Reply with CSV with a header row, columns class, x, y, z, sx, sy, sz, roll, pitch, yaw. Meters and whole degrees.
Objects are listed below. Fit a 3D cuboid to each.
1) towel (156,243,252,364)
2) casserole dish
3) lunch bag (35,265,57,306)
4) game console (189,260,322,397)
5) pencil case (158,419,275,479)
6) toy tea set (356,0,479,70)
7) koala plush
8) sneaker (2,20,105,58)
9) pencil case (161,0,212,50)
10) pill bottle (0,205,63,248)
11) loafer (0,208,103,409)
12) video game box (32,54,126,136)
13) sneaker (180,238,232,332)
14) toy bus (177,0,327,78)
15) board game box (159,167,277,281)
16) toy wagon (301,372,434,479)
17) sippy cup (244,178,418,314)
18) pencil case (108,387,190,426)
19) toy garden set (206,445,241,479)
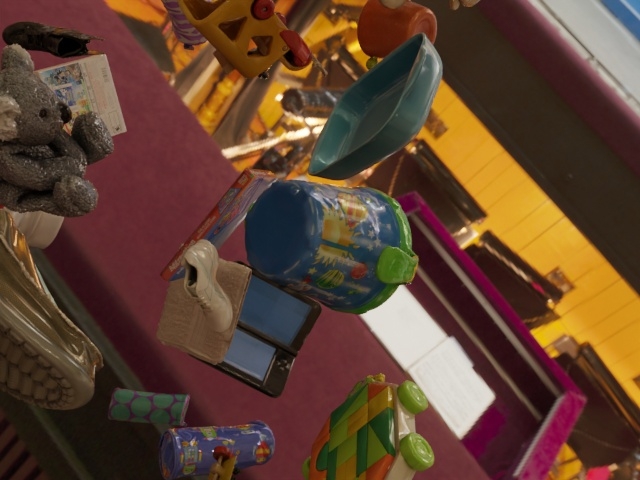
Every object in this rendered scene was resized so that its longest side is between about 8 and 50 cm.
class,x,y,z,sx,sy,sz,roll,pitch,yaw
towel,-0.285,0.159,1.603,0.187,0.282,0.049,20,23,6
casserole dish,0.050,-0.112,0.608,0.037,0.188,0.114,30,68,-19
lunch bag,-0.752,0.154,1.651,0.160,0.262,0.223,-27,75,-20
game console,-0.178,0.242,1.829,0.293,0.173,0.250,28,38,-5
pencil case,-0.268,0.532,1.718,0.306,0.119,0.133,5,22,-38
toy tea set,0.148,-0.412,0.985,0.124,0.200,0.336,26,63,36
koala plush,-0.455,-0.170,1.027,0.204,0.221,0.196,-1,51,-1
sneaker,-0.476,-0.356,1.188,0.170,0.051,0.089,-2,26,-22
pencil case,-0.232,-0.412,1.094,0.088,0.206,0.086,18,70,13
pill bottle,-0.752,-0.114,1.371,0.408,0.229,0.228,19,40,-38
loafer,-0.245,0.018,0.492,0.251,0.094,0.087,44,43,4
video game box,-0.596,-0.341,1.658,0.187,0.048,0.205,-34,125,-42
sneaker,-0.180,0.078,1.021,0.061,0.054,0.152,-40,121,-55
toy bus,-0.093,-0.264,0.859,0.202,0.104,0.191,51,9,-10
board game box,-0.206,-0.032,1.364,0.027,0.281,0.145,43,12,7
toy wagon,0.065,0.340,1.118,0.068,0.267,0.344,38,25,-16
sippy cup,0.000,0.000,1.138,0.224,0.306,0.239,15,58,-48
pencil case,-0.337,0.329,1.315,0.152,0.064,0.070,6,-5,-3
toy garden set,-0.162,0.449,0.985,0.049,0.244,0.203,11,39,2
